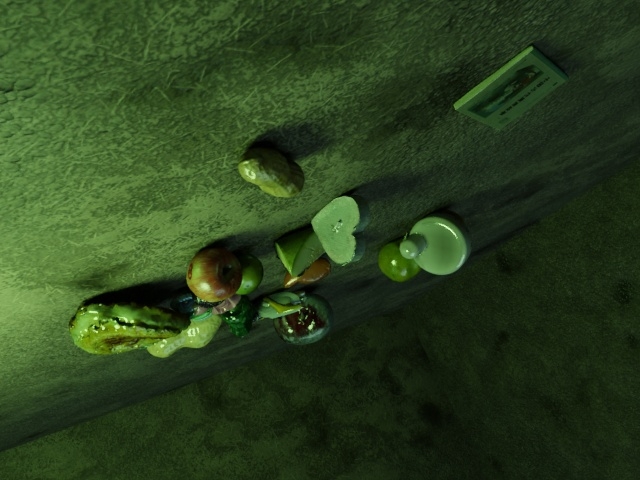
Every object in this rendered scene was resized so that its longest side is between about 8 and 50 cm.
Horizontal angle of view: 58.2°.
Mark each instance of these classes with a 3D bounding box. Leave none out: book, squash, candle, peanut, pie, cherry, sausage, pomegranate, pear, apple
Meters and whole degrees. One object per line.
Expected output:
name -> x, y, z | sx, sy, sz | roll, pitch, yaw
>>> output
book -> 0.455, -0.353, 1.360 | 0.215, 0.025, 0.282 | -37, 159, 33
squash -> 0.000, 0.000, 1.666 | 0.252, 0.093, 0.169 | -21, -152, -12
candle -> 0.052, -0.036, 1.583 | 0.168, 0.192, 0.068 | 19, -164, 37
peanut -> -0.464, 0.323, 1.989 | 0.274, 0.125, 0.111 | -21, -177, -12
pie -> -0.527, 0.243, 1.597 | 0.288, 0.103, 0.354 | -22, 156, 33
cherry -> -0.072, 0.330, 2.435 | 0.255, 0.218, 0.296 | -24, 175, -2
sausage -> -0.050, 0.113, 2.019 | 0.179, 0.089, 0.089 | -21, 164, -2
peanut -> -0.097, -0.136, 1.145 | 0.089, 0.089, 0.193 | -29, 159, 15
pomegranate -> -0.224, 0.089, 1.629 | 0.130, 0.130, 0.130 | -23, 164, -7
pear -> 0.319, 0.059, 2.266 | 0.180, 0.166, 0.216 | -10, 135, -9
apple -> -0.275, 0.090, 1.491 | 0.131, 0.146, 0.146 | -14, 175, 42

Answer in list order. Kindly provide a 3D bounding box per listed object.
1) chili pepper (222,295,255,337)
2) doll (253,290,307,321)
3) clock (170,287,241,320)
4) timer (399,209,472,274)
chili pepper -> -0.294, 0.256, 2.044 | 0.136, 0.099, 0.270 | -56, 165, -14
doll -> -0.198, 0.264, 2.231 | 0.316, 0.103, 0.145 | -22, 170, 11
clock -> -0.348, 0.173, 1.727 | 0.194, 0.100, 0.195 | -23, 163, -2
timer -> 0.428, 0.017, 2.115 | 0.233, 0.233, 0.240 | -38, 176, 39
